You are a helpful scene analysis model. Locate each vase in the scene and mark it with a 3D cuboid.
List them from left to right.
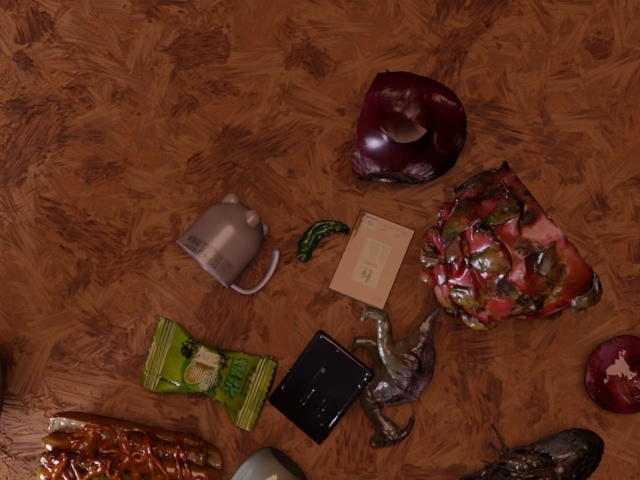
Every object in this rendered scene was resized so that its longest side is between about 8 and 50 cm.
[{"bbox_3d":[-0.137,0.498,1.661,0.128,0.128,0.248,40,91,8],"label":"vase"}]

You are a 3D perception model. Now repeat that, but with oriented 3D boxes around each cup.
[{"bbox_3d":[-0.163,0.008,1.740,0.173,0.134,0.142,41,81,9],"label":"cup"}]

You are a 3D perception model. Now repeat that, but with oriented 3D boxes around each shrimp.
[{"bbox_3d":[0.340,0.435,1.660,0.372,0.137,0.172,-21,43,-10],"label":"shrimp"}]

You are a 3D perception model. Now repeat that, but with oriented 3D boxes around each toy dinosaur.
[{"bbox_3d":[0.124,0.243,1.694,0.162,0.077,0.294,21,112,6],"label":"toy dinosaur"}]

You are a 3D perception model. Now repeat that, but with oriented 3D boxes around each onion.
[{"bbox_3d":[0.177,-0.215,1.732,0.206,0.206,0.216,10,81,4],"label":"onion"},{"bbox_3d":[0.564,0.254,1.671,0.150,0.140,0.150,0,97,1],"label":"onion"}]

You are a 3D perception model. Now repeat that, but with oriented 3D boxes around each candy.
[{"bbox_3d":[-0.215,0.252,1.730,0.246,0.069,0.149,19,79,4],"label":"candy"}]

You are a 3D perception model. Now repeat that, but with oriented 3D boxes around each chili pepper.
[{"bbox_3d":[-0.004,-0.007,1.790,0.118,0.035,0.055,-34,87,-13],"label":"chili pepper"}]

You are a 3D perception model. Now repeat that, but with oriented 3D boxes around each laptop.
[{"bbox_3d":[-0.003,0.274,1.697,0.135,0.016,0.197,38,114,9],"label":"laptop"}]

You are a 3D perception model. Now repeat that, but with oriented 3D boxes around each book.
[{"bbox_3d":[0.100,0.037,1.787,0.118,0.012,0.172,23,81,5],"label":"book"}]

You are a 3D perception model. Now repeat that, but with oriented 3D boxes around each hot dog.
[{"bbox_3d":[-0.353,0.414,1.680,0.348,0.117,0.158,11,81,3],"label":"hot dog"}]

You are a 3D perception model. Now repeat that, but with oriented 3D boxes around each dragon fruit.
[{"bbox_3d":[0.321,0.043,1.672,0.263,0.314,0.296,-39,105,11],"label":"dragon fruit"}]

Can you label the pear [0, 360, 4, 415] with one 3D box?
[{"bbox_3d":[-0.722,0.281,1.626,0.314,0.314,0.315,0,80,2],"label":"pear"}]
